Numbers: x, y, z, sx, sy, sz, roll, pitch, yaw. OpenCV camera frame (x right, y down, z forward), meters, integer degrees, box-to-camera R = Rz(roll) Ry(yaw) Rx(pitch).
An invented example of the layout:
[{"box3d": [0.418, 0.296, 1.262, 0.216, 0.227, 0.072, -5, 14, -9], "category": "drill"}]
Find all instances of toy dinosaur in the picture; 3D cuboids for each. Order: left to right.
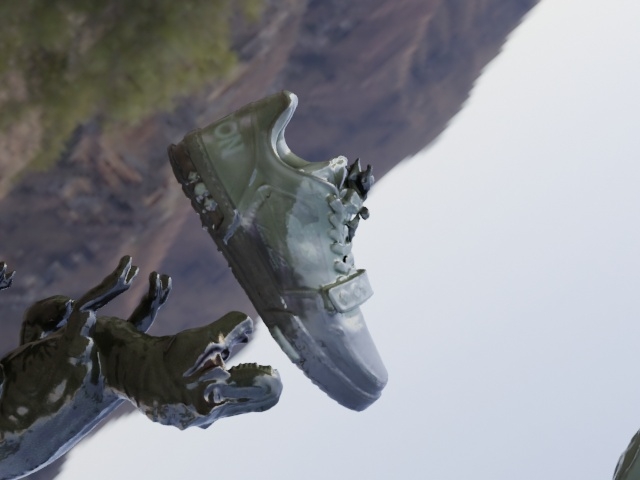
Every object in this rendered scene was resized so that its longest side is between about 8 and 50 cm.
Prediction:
[{"box3d": [-0.114, 0.099, 0.650, 0.187, 0.179, 0.087, -14, 157, 30], "category": "toy dinosaur"}]

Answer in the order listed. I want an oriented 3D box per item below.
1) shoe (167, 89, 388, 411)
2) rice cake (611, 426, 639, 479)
[{"box3d": [0.001, -0.001, 1.287, 0.149, 0.293, 0.109, -36, -178, 12], "category": "shoe"}, {"box3d": [0.166, 0.085, 0.340, 0.040, 0.226, 0.085, -86, -165, -48], "category": "rice cake"}]
